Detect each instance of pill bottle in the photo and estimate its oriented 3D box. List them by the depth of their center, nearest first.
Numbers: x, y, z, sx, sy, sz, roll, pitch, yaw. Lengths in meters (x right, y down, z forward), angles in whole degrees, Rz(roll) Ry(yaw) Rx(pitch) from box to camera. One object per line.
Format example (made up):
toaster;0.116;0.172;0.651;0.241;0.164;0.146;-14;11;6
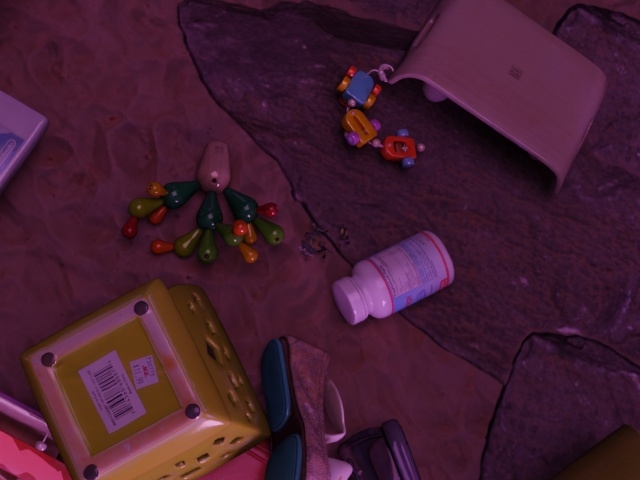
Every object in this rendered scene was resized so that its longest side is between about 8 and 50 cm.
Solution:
pill bottle;0.100;0.055;1.528;0.160;0.087;0.087;-25;81;-17

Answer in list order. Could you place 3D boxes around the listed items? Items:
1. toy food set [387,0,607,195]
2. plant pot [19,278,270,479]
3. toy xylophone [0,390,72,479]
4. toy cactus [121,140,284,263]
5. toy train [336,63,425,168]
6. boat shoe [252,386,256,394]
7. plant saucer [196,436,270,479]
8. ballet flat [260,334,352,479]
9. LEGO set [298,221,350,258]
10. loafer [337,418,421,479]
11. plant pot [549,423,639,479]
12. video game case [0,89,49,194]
toy food set;0.276;-0.232;1.658;0.306;0.092;0.220;34;59;-3
plant pot;-0.218;0.185;1.319;0.227;0.207;0.228;-28;76;1
toy xylophone;-0.410;0.355;1.335;0.236;0.081;0.323;22;71;-6
toy cactus;-0.155;-0.057;1.506;0.219;0.112;0.180;5;64;-2
toy train;0.080;-0.179;1.615;0.125;0.046;0.166;-2;69;-29
boat shoe;-0.147;0.182;1.458;0.135;0.050;0.045;20;49;-11
plant saucer;-0.104;0.375;1.415;0.258;0.048;0.259;31;70;-2
ballet flat;-0.014;0.261;1.400;0.106;0.107;0.316;18;50;-24
LEGO set;0.002;0.002;1.559;0.083;0.023;0.054;4;75;-25
loafer;0.108;0.392;1.437;0.095;0.109;0.302;-18;77;2
plant pot;0.336;0.428;1.403;0.293;0.275;0.275;-28;82;-3
video game case;-0.568;-0.103;1.406;0.300;0.036;0.329;31;70;-2
